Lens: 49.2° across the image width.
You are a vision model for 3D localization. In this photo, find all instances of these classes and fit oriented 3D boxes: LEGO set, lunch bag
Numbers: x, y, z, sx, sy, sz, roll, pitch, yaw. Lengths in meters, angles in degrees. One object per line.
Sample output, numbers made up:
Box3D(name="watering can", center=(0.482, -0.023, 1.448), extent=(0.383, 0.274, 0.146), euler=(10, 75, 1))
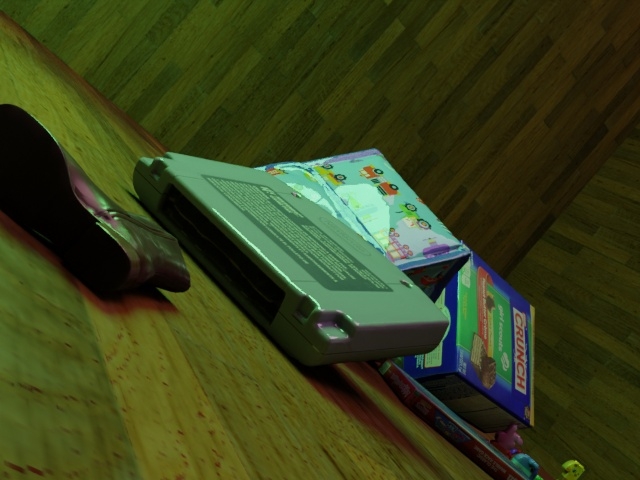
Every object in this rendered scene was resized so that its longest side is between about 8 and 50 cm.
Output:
Box3D(name="LEGO set", center=(0.423, 0.426, 1.294), extent=(0.227, 0.093, 0.087), euler=(41, -1, -1))
Box3D(name="lunch bag", center=(0.000, 0.000, 0.880), extent=(0.293, 0.138, 0.221), euler=(-5, 46, -40))

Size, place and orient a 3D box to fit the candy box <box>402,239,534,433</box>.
Box3D(name="candy box", center=(0.298, 0.195, 1.356), extent=(0.122, 0.268, 0.317), euler=(-15, -38, 35))

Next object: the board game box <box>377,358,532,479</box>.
Box3D(name="board game box", center=(0.205, 0.277, 0.981), extent=(0.281, 0.027, 0.145), euler=(41, 0, -12))

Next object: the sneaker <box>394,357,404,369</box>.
Box3D(name="sneaker", center=(0.214, 0.212, 1.476), extent=(0.256, 0.151, 0.094), euler=(40, 1, -22))

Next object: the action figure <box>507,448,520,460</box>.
Box3D(name="action figure", center=(0.385, 0.439, 1.459), extent=(0.038, 0.030, 0.115), euler=(33, 0, 37))

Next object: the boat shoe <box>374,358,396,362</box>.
Box3D(name="boat shoe", center=(0.062, 0.116, 1.162), extent=(0.119, 0.121, 0.335), euler=(22, 1, -10))

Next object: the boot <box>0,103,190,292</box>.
Box3D(name="boot", center=(-0.113, -0.015, 0.361), extent=(0.106, 0.037, 0.114), euler=(54, 4, 5))

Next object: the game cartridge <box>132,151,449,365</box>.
Box3D(name="game cartridge", center=(-0.027, 0.012, 0.672), extent=(0.198, 0.062, 0.297), euler=(12, 23, -51))
